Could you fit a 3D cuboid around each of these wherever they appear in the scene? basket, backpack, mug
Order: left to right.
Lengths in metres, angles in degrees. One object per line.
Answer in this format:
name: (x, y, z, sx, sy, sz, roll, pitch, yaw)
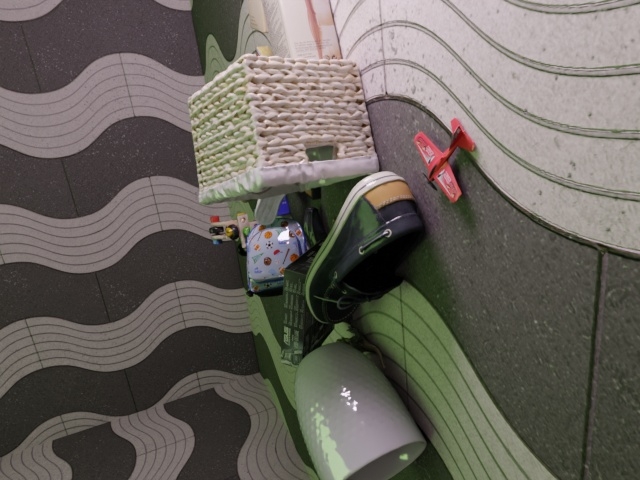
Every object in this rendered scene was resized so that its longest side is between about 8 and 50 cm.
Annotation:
backpack: (-0.152, 0.052, 1.617, 0.213, 0.276, 0.264, 80, -177, -66)
basket: (-0.096, -0.242, 1.045, 0.331, 0.328, 0.267, -3, 98, 53)
mug: (0.095, 0.471, 1.227, 0.374, 0.276, 0.328, 45, -170, -52)

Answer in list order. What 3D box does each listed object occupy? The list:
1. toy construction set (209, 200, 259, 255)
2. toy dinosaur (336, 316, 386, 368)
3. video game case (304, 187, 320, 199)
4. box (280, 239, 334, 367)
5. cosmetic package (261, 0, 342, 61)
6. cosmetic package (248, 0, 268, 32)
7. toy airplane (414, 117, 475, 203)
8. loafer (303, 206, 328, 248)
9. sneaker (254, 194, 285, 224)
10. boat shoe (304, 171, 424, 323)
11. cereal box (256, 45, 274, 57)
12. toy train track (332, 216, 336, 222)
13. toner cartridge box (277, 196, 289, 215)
toy construction set: (-0.277, -0.090, 1.776, 0.237, 0.257, 0.309, 3, 80, 59)
toy dinosaur: (0.110, 0.291, 1.334, 0.118, 0.064, 0.268, 64, 160, -9)
video game case: (-0.071, -0.297, 1.488, 0.275, 0.035, 0.249, -133, 34, -54)
box: (-0.026, 0.184, 1.336, 0.076, 0.242, 0.308, 13, 115, 21)
cosmetic package: (-0.055, -0.548, 1.117, 0.153, 0.129, 0.297, 180, 77, -73)
cosmetic package: (-0.139, -0.752, 1.246, 0.160, 0.113, 0.310, -130, 30, -53)
toy airplane: (0.213, -0.145, 0.770, 0.151, 0.028, 0.151, 165, 90, -71)
loafer: (0.000, 0.000, 1.451, 0.078, 0.076, 0.224, -7, 93, 37)
sneaker: (-0.149, -0.211, 1.545, 0.293, 0.108, 0.169, -57, 19, 36)
boat shoe: (0.090, 0.071, 1.026, 0.156, 0.186, 0.500, 59, 147, 29)
cereal box: (-0.178, -0.525, 1.577, 0.240, 0.047, 0.173, 101, 148, -49)
toy train track: (0.051, -0.031, 1.350, 0.048, 0.014, 0.083, 111, 142, -60)
toner cartridge box: (-0.217, -0.270, 1.870, 0.165, 0.075, 0.348, -179, 76, -70)
